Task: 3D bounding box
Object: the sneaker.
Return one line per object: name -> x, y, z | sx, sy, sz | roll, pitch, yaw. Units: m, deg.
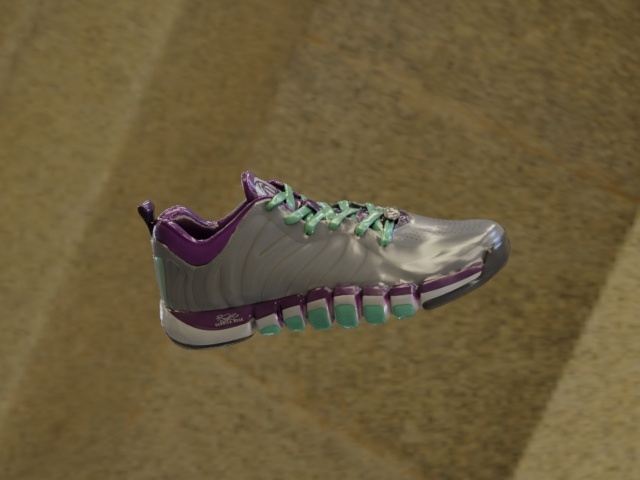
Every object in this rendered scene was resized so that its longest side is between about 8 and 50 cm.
sneaker -> 0.000, 0.000, 1.128 | 0.223, 0.083, 0.098 | -12, -72, 9
